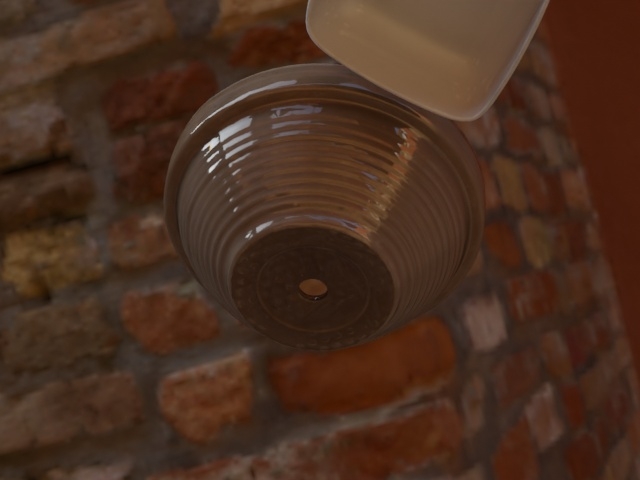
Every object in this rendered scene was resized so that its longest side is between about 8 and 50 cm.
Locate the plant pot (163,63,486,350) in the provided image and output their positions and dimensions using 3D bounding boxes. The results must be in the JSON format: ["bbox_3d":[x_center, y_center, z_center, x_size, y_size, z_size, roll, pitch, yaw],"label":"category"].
[{"bbox_3d":[0.000,0.000,1.007,0.237,0.237,0.109,-13,36,15],"label":"plant pot"}]

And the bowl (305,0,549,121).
[{"bbox_3d":[0.072,-0.162,0.899,0.142,0.142,0.053,-64,-4,37],"label":"bowl"}]
